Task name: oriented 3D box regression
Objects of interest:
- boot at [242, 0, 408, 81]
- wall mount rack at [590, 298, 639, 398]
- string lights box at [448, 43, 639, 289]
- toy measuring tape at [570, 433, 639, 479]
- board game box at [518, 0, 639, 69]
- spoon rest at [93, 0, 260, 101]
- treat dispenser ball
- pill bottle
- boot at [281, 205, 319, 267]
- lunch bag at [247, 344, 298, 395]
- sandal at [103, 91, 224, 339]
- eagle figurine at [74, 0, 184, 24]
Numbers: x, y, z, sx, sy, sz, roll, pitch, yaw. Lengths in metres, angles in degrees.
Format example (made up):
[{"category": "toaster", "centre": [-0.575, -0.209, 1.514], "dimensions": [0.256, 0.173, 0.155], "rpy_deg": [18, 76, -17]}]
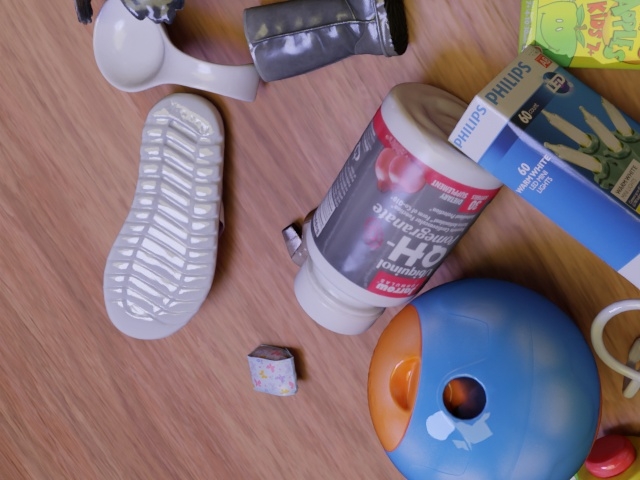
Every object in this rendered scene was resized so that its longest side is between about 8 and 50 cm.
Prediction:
[{"category": "boot", "centre": [-0.004, -0.303, 0.902], "dimensions": [0.208, 0.076, 0.189], "rpy_deg": [4, 113, 32]}, {"category": "wall mount rack", "centre": [0.509, 0.098, 0.806], "dimensions": [0.350, 0.130, 0.304], "rpy_deg": [24, 126, 15]}, {"category": "string lights box", "centre": [0.283, -0.082, 0.762], "dimensions": [0.260, 0.133, 0.076], "rpy_deg": [40, 145, 9]}, {"category": "toy measuring tape", "centre": [0.369, 0.353, 1.002], "dimensions": [0.330, 0.121, 0.121], "rpy_deg": [-30, 98, 34]}, {"category": "board game box", "centre": [0.315, -0.239, 0.781], "dimensions": [0.181, 0.043, 0.092], "rpy_deg": [8, 117, 23]}, {"category": "spoon rest", "centre": [-0.220, -0.261, 1.002], "dimensions": [0.276, 0.084, 0.137], "rpy_deg": [22, 112, 21]}, {"category": "treat dispenser ball", "centre": [0.203, 0.191, 0.899], "dimensions": [0.288, 0.288, 0.288], "rpy_deg": [11, 118, 22]}, {"category": "pill bottle", "centre": [0.089, -0.027, 0.918], "dimensions": [0.176, 0.176, 0.318], "rpy_deg": [36, 125, 6]}, {"category": "boot", "centre": [0.000, 0.000, 1.063], "dimensions": [0.118, 0.042, 0.087], "rpy_deg": [-28, 106, 35]}, {"category": "lunch bag", "centre": [-0.074, 0.219, 1.197], "dimensions": [0.083, 0.053, 0.071], "rpy_deg": [4, 114, 36]}, {"category": "sandal", "centre": [-0.226, -0.029, 1.131], "dimensions": [0.169, 0.102, 0.416], "rpy_deg": [20, 109, 0]}, {"category": "eagle figurine", "centre": [-0.320, -0.413, 0.883], "dimensions": [0.225, 0.298, 0.226], "rpy_deg": [-34, 54, 20]}]
